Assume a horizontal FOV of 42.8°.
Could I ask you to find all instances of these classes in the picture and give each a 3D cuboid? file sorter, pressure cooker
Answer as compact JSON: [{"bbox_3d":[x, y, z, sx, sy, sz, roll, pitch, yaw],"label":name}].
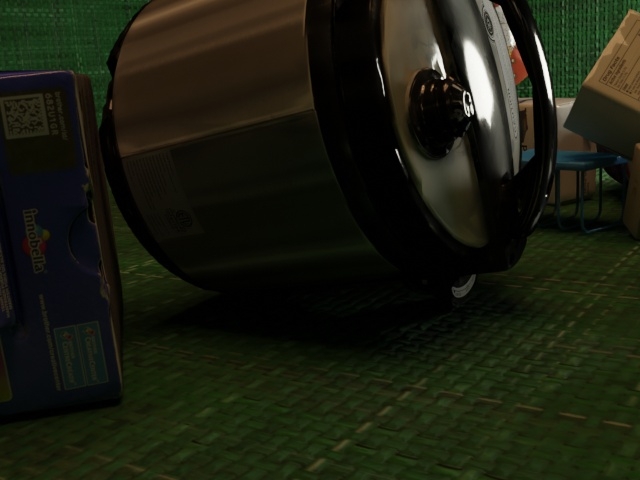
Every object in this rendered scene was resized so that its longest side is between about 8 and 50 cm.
[{"bbox_3d":[0.354,-0.077,1.219,0.118,0.104,0.170,-14,15,-37],"label":"file sorter"},{"bbox_3d":[0.032,-0.127,0.856,0.420,0.375,0.370,-9,-30,34],"label":"pressure cooker"}]

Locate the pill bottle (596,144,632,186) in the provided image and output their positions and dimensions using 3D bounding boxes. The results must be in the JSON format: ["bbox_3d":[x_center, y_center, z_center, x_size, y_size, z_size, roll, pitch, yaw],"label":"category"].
[{"bbox_3d":[0.571,-0.162,1.366,0.182,0.181,0.323,-2,13,5],"label":"pill bottle"}]

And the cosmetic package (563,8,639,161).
[{"bbox_3d":[0.517,-0.168,1.119,0.309,0.160,0.113,31,-20,15],"label":"cosmetic package"}]

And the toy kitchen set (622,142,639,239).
[{"bbox_3d":[0.502,-0.028,1.019,0.166,0.122,0.207,-3,32,-1],"label":"toy kitchen set"}]

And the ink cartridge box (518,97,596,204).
[{"bbox_3d":[0.364,-0.165,1.459,0.100,0.172,0.237,-13,16,-32],"label":"ink cartridge box"}]

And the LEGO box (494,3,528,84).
[{"bbox_3d":[0.088,-0.275,1.544,0.372,0.193,0.500,-40,19,-16],"label":"LEGO box"}]

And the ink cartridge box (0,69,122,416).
[{"bbox_3d":[-0.267,-0.016,0.737,0.151,0.270,0.395,-9,13,-14],"label":"ink cartridge box"}]
